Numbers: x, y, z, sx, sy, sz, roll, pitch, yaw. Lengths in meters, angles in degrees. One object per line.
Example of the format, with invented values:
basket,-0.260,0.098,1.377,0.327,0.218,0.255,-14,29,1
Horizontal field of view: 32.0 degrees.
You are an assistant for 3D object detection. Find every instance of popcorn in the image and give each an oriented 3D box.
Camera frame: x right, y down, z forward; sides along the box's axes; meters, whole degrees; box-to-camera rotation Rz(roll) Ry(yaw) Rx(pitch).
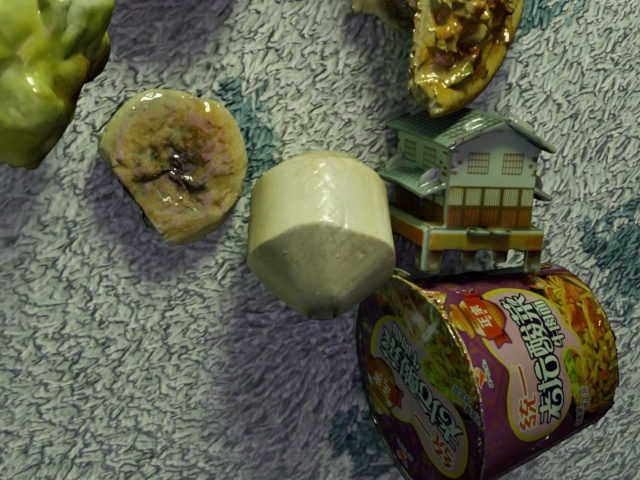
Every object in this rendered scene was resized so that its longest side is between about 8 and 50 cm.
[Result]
popcorn,-0.408,-0.226,1.287,0.312,0.312,0.312,-4,103,-17

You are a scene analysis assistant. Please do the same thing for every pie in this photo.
pie,-0.189,-0.108,1.507,0.185,0.052,0.218,-42,113,-11

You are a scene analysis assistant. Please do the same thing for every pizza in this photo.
pizza,0.216,-0.294,1.515,0.268,0.087,0.257,-11,112,-60

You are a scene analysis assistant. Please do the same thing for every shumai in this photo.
shumai,0.098,-0.339,1.518,0.116,0.145,0.145,-3,103,2

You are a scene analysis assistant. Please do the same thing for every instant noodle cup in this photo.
instant noodle cup,0.242,0.176,1.576,0.266,0.340,0.339,-14,106,-23

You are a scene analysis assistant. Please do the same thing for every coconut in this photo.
coconut,0.000,0.000,1.495,0.202,0.202,0.221,9,57,-19

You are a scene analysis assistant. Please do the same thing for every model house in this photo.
model house,0.197,-0.075,1.545,0.199,0.224,0.215,-1,103,-17
